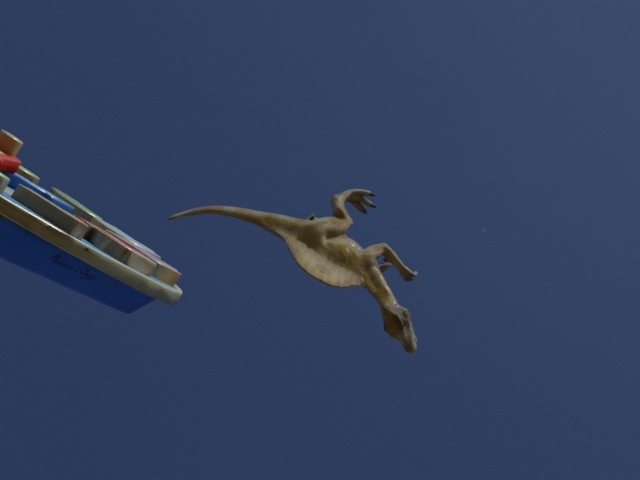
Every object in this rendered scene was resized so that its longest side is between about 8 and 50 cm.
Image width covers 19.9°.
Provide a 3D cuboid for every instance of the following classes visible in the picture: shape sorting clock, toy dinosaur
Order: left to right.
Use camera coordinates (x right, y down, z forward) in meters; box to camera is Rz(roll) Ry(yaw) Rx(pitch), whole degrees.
[{"bbox_3d":[-0.149,-0.030,0.815,0.206,0.206,0.040,36,-89,4],"label":"shape sorting clock"},{"bbox_3d":[0.000,0.000,1.202,0.183,0.092,0.053,31,-59,7],"label":"toy dinosaur"}]
